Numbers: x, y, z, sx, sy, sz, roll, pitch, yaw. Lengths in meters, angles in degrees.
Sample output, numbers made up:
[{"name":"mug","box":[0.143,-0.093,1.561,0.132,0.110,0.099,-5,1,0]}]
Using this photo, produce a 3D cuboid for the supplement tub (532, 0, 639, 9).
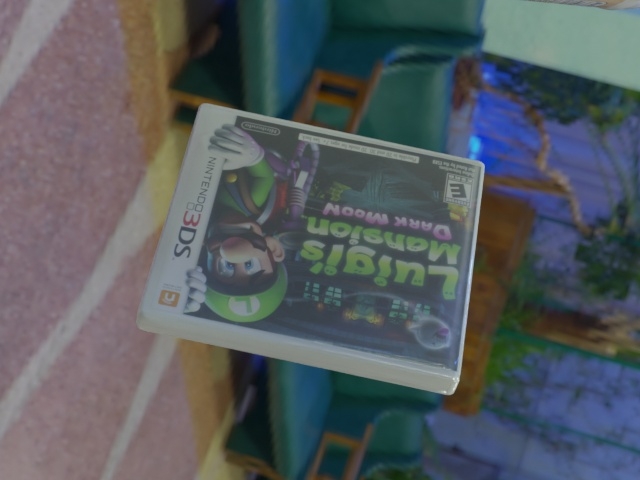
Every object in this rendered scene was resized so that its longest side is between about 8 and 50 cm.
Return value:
[{"name":"supplement tub","box":[0.126,-0.263,0.868,0.228,0.316,0.228,-179,-90,-74]}]

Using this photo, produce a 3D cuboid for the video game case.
[{"name":"video game case","box":[0.000,0.000,0.859,0.022,0.190,0.173,103,-1,-52]}]
